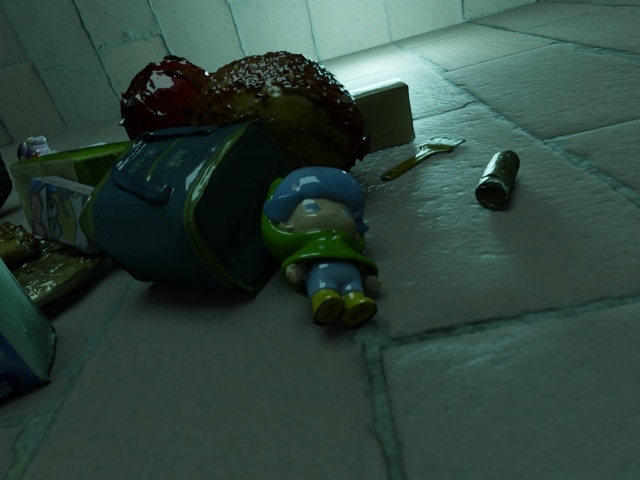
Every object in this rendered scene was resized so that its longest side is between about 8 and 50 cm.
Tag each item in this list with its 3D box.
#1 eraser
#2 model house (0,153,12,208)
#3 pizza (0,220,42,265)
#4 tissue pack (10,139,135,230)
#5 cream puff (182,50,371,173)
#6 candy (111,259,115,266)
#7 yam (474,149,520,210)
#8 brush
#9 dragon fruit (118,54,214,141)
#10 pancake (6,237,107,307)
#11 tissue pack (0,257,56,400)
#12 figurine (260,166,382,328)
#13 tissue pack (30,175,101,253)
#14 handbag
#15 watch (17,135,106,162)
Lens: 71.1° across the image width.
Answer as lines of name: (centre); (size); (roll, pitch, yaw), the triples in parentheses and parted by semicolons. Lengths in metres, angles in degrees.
eraser: (0.042, -0.263, 1.052); (0.344, 0.144, 0.078); (-16, 30, 1)
model house: (-1.159, -0.122, 1.253); (0.401, 0.394, 0.445); (14, 20, 18)
pizza: (-0.635, 0.008, 0.889); (0.127, 0.058, 0.246); (-35, 31, -29)
tissue pack: (-0.489, -0.132, 1.015); (0.201, 0.167, 0.275); (1, 21, 25)
cream puff: (-0.068, -0.225, 0.865); (0.351, 0.350, 0.228); (3, 66, 31)
candy: (-0.325, -0.032, 0.894); (0.141, 0.078, 0.203); (-12, 29, 35)
yam: (0.291, -0.102, 0.732); (0.054, 0.054, 0.132); (3, 34, 32)
brush: (0.209, -0.174, 0.948); (0.218, 0.010, 0.083); (-33, 33, -26)
dragon fruit: (-0.371, -0.332, 1.204); (0.296, 0.302, 0.295); (-23, 51, 31)
pancake: (-0.566, 0.076, 0.845); (0.357, 0.065, 0.356); (-17, 25, 8)
tissue pack: (-0.527, 0.138, 0.573); (0.264, 0.198, 0.146); (-24, 31, -14)
figurine: (0.000, 0.000, 0.615); (0.162, 0.143, 0.263); (4, 42, -19)
tissue pack: (-0.463, -0.048, 0.831); (0.155, 0.115, 0.065); (15, 17, 18)
handbag: (-0.197, -0.056, 0.712); (0.241, 0.222, 0.263); (-1, 47, 28)
watch: (-0.810, -0.256, 1.442); (0.244, 0.195, 0.231); (2, 27, 36)
